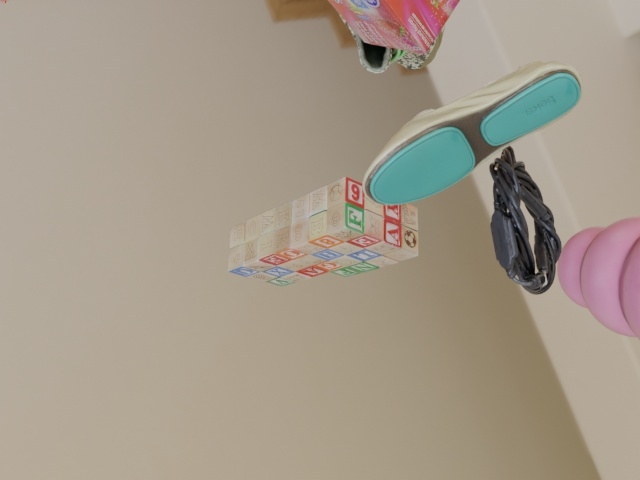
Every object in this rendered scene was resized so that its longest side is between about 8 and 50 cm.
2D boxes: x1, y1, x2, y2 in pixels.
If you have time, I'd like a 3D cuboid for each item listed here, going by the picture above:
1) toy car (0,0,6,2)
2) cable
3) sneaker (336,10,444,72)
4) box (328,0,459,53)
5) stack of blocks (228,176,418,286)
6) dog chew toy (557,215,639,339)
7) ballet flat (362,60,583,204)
[{"bbox_3d":[-0.463,-0.397,1.313,0.122,0.060,0.041,-11,131,-26],"label":"toy car"},{"bbox_3d":[0.254,-0.028,1.020,0.047,0.185,0.150,-18,166,36],"label":"cable"},{"bbox_3d":[0.090,-0.337,1.310,0.158,0.182,0.410,7,169,21],"label":"sneaker"},{"bbox_3d":[0.058,-0.353,0.996,0.122,0.128,0.257,26,171,44],"label":"box"},{"bbox_3d":[0.000,0.000,1.419,0.171,0.087,0.297,20,152,-39],"label":"stack of blocks"},{"bbox_3d":[0.474,0.056,1.197,0.206,0.207,0.332,-21,-165,-21],"label":"dog chew toy"},{"bbox_3d":[0.150,-0.117,0.870,0.248,0.086,0.086,-26,176,3],"label":"ballet flat"}]
